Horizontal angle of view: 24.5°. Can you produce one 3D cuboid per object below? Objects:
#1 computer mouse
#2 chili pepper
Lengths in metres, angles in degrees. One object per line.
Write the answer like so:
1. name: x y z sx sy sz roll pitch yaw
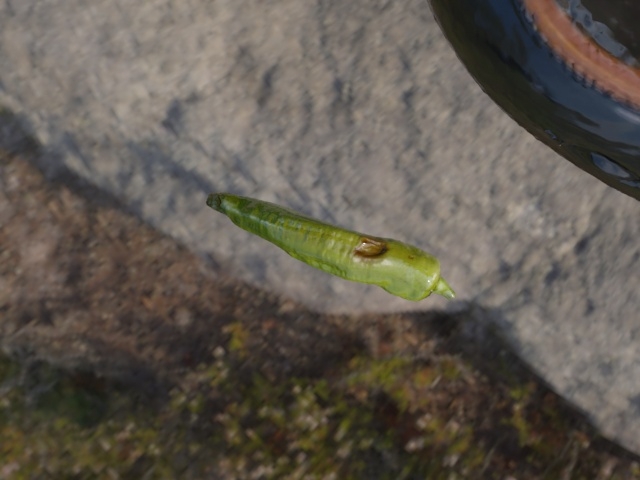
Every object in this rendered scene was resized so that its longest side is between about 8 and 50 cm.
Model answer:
1. computer mouse: 0.172 -0.135 1.044 0.116 0.183 0.323 -39 82 -9
2. chili pepper: 0.000 0.000 1.074 0.208 0.049 0.043 21 127 17
